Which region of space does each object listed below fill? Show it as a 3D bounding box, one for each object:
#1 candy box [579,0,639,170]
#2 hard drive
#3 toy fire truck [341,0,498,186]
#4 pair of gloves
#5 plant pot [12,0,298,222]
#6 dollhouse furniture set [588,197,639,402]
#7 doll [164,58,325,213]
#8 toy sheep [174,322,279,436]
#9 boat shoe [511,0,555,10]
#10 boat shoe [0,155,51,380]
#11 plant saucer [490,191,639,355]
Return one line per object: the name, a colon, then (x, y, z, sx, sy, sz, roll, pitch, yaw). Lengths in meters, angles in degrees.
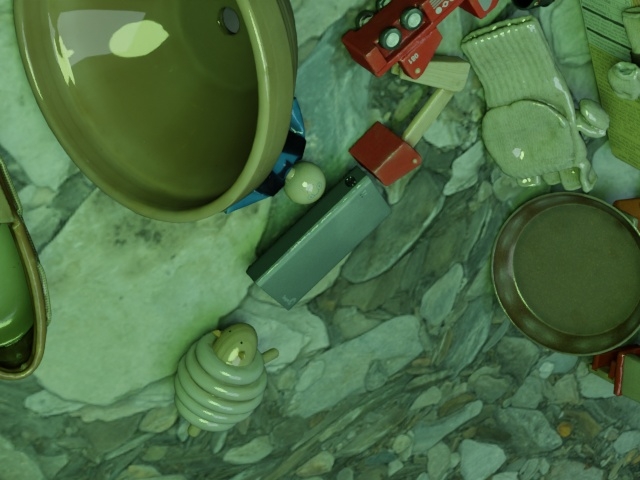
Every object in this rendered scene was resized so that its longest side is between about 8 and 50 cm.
candy box: (0.341, -0.226, 1.137, 0.183, 0.087, 0.316, -36, 132, -13)
hard drive: (0.000, 0.000, 1.093, 0.135, 0.022, 0.094, -43, 156, 0)
toy fire truck: (0.088, -0.154, 1.053, 0.192, 0.047, 0.135, -43, 133, -3)
pair of gloves: (0.260, -0.121, 1.105, 0.240, 0.042, 0.204, -5, 135, 20)
plant pot: (-0.094, -0.139, 0.845, 0.110, 0.237, 0.237, -31, 136, -44)
dollhouse furniture set: (0.379, 0.048, 1.346, 0.262, 0.135, 0.259, -7, 111, -29)
doll: (-0.067, -0.078, 1.002, 0.189, 0.046, 0.129, 30, 88, -41)
toy sheep: (-0.090, 0.128, 1.101, 0.091, 0.091, 0.132, 3, 123, -34)
boat shoe: (0.189, -0.260, 1.047, 0.042, 0.049, 0.133, -25, 135, -27)
boat shoe: (-0.266, -0.030, 0.857, 0.123, 0.120, 0.324, -31, 131, -13)
plant saucer: (0.254, 0.032, 1.221, 0.029, 0.168, 0.168, -24, 137, -56)
